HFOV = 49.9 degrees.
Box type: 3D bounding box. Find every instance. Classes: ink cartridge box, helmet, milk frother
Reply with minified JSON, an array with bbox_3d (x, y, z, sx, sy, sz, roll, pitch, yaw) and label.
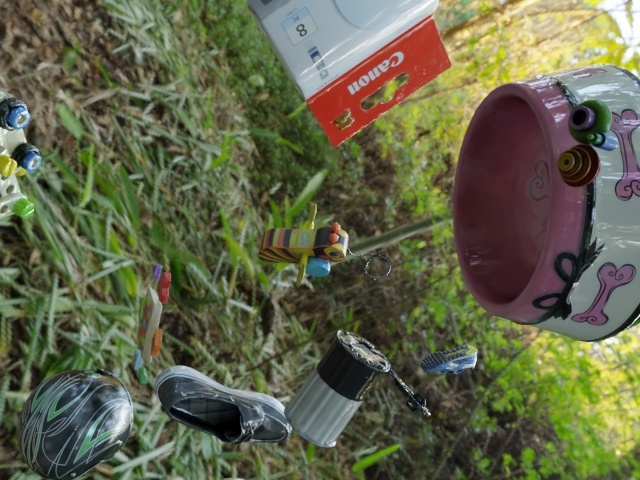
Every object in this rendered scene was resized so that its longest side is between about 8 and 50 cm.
[{"bbox_3d":[0.087,-0.361,1.268,0.385,0.308,0.091,54,2,-46],"label":"ink cartridge box"},{"bbox_3d":[-0.404,0.296,1.115,0.161,0.169,0.169,-16,81,-60],"label":"helmet"},{"bbox_3d":[0.051,0.216,0.905,0.129,0.134,0.143,20,18,-41],"label":"milk frother"}]

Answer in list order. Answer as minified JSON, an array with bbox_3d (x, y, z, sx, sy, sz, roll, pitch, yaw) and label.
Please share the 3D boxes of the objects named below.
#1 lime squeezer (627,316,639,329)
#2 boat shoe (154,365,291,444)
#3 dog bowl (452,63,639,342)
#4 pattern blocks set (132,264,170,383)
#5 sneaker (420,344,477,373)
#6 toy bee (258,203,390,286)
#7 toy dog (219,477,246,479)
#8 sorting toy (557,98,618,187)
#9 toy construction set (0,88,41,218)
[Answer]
[{"bbox_3d":[0.642,0.117,1.340,0.310,0.110,0.059,96,-11,-46],"label":"lime squeezer"},{"bbox_3d":[-0.126,0.246,0.958,0.228,0.080,0.076,36,12,-33],"label":"boat shoe"},{"bbox_3d":[0.323,-0.056,1.011,0.408,0.150,0.408,-178,-90,-79],"label":"dog bowl"},{"bbox_3d":[-0.476,0.227,1.908,0.285,0.026,0.324,-164,-97,-66],"label":"pattern blocks set"},{"bbox_3d":[0.318,0.304,1.694,0.053,0.144,0.059,-110,-170,-63],"label":"sneaker"},{"bbox_3d":[0.000,0.000,1.571,0.162,0.298,0.195,82,-5,-62],"label":"toy bee"},{"bbox_3d":[-0.162,0.623,1.081,0.395,0.285,0.407,-48,120,-79],"label":"toy dog"},{"bbox_3d":[0.288,-0.110,0.758,0.042,0.061,0.102,8,89,-37],"label":"sorting toy"},{"bbox_3d":[-0.513,-0.103,1.007,0.151,0.215,0.327,39,-33,-2],"label":"toy construction set"}]
